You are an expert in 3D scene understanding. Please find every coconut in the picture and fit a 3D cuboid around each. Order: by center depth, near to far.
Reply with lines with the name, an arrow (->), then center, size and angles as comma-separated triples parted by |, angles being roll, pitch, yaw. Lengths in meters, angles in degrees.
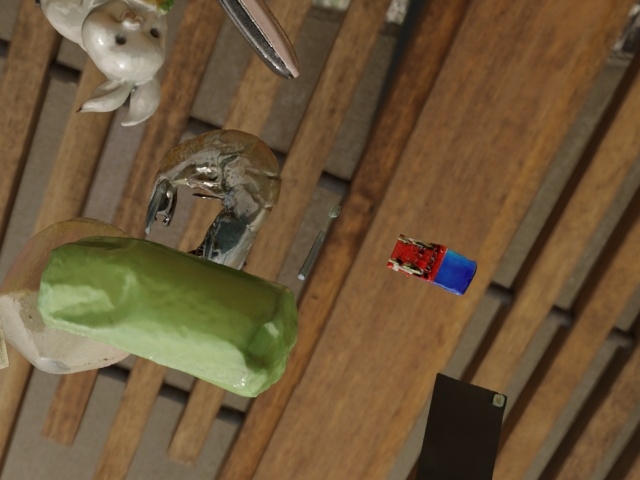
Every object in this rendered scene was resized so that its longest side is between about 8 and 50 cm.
coconut -> -0.519, 0.134, 1.877 | 0.297, 0.297, 0.310 | 21, -129, -8

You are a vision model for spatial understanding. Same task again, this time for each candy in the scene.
candy -> -0.193, 0.087, 1.137 | 0.343, 0.142, 0.132 | 14, -154, 21

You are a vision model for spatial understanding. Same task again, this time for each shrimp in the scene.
shrimp -> -0.172, -0.031, 1.280 | 0.178, 0.289, 0.075 | 30, -151, 4

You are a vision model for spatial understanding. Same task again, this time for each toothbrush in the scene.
toothbrush -> 0.000, 0.000, 1.762 | 0.019, 0.016, 0.220 | 3, -139, 23

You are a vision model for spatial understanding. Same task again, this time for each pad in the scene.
pad -> 0.162, 0.263, 1.057 | 0.116, 0.193, 0.004 | 22, 164, -27

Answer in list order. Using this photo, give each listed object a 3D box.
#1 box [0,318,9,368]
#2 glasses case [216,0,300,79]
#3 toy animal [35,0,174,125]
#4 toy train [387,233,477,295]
box -> -0.667, 0.148, 1.601 | 0.168, 0.212, 0.095 | -19, -148, -34
glasses case -> -0.141, -0.442, 1.724 | 0.314, 0.075, 0.122 | 52, -173, -21
toy animal -> -0.398, -0.393, 1.701 | 0.182, 0.247, 0.310 | -12, -125, -51
toy train -> 0.227, 0.048, 1.894 | 0.131, 0.083, 0.204 | 23, 179, -18
